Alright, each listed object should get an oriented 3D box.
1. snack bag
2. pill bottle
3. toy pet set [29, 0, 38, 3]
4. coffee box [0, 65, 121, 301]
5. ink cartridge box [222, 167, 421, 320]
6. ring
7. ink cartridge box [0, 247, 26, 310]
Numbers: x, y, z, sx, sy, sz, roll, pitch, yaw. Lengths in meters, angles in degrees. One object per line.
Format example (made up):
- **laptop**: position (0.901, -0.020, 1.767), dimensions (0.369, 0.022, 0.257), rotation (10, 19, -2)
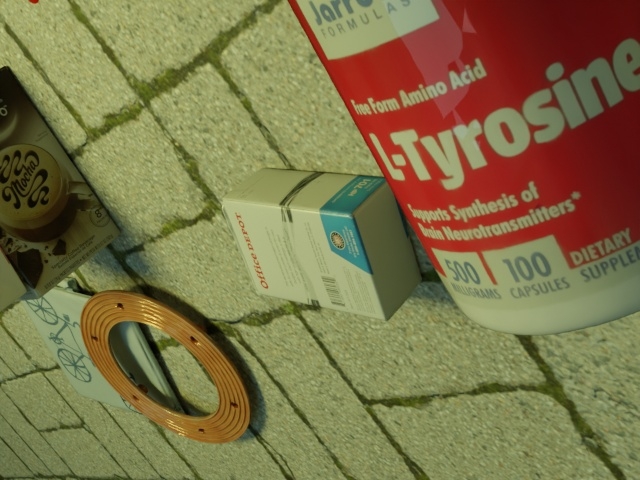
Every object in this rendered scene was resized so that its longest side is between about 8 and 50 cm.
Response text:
- **snack bag**: position (-0.405, 0.198, 1.604), dimensions (0.343, 0.037, 0.323), rotation (9, 131, 36)
- **pill bottle**: position (0.109, -0.157, 0.581), dimensions (0.229, 0.229, 0.407), rotation (-9, 118, 49)
- **toy pet set**: position (-0.395, -0.345, 1.038), dimensions (0.122, 0.065, 0.114), rotation (2, 137, 15)
- **coffee box**: position (-0.457, -0.078, 1.273), dimensions (0.119, 0.168, 0.297), rotation (-9, 118, 49)
- **ink cartridge box**: position (0.000, 0.000, 0.968), dimensions (0.191, 0.082, 0.139), rotation (10, 131, 41)
- **ring**: position (-0.254, 0.208, 1.437), dimensions (0.337, 0.032, 0.336), rotation (19, 135, 20)
- **ink cartridge box**: position (-0.522, 0.033, 1.246), dimensions (0.198, 0.067, 0.115), rotation (8, 130, 40)
